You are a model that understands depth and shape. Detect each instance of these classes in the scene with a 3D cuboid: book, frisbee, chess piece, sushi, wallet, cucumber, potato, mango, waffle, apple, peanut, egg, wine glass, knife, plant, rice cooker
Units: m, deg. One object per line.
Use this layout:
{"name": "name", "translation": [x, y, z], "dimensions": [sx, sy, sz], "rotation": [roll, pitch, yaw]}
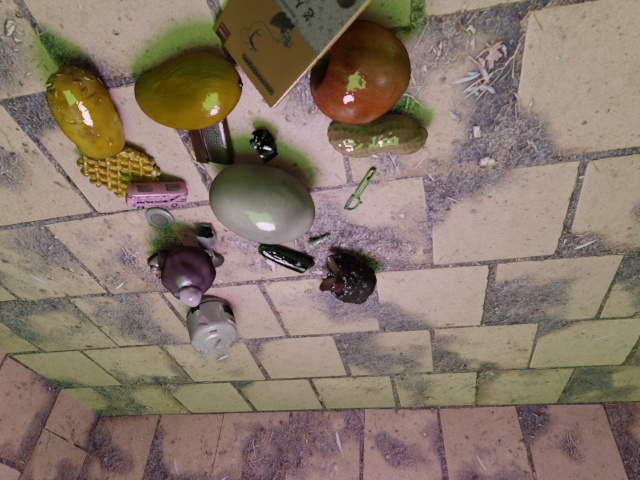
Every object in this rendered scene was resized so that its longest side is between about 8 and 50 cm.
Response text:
{"name": "book", "translation": [-0.075, -0.539, 1.056], "dimensions": [0.389, 0.032, 0.269], "rotation": [-38, 89, 36]}
{"name": "frisbee", "translation": [-0.617, -0.084, 1.726], "dimensions": [0.110, 0.014, 0.110], "rotation": [2, 139, 2]}
{"name": "chess piece", "translation": [0.000, 0.000, 1.757], "dimensions": [0.093, 0.042, 0.042], "rotation": [-25, 131, 21]}
{"name": "sushi", "translation": [-0.174, -0.304, 1.392], "dimensions": [0.056, 0.083, 0.084], "rotation": [-26, 129, 30]}
{"name": "wallet", "translation": [-0.350, -0.341, 1.397], "dimensions": [0.133, 0.039, 0.243], "rotation": [5, 136, 5]}
{"name": "cucumber", "translation": [-0.143, 0.072, 1.826], "dimensions": [0.241, 0.074, 0.074], "rotation": [23, 135, -17]}
{"name": "potato", "translation": [-0.687, -0.371, 1.314], "dimensions": [0.173, 0.140, 0.300], "rotation": [-5, 144, -1]}
{"name": "mango", "translation": [-0.363, -0.399, 1.234], "dimensions": [0.331, 0.142, 0.195], "rotation": [-11, 93, 23]}
{"name": "waffle", "translation": [-0.677, -0.240, 1.524], "dimensions": [0.253, 0.056, 0.249], "rotation": [-25, 133, 31]}
{"name": "apple", "translation": [0.102, -0.416, 1.136], "dimensions": [0.253, 0.253, 0.253], "rotation": [2, 139, 2]}
{"name": "peanut", "translation": [0.169, -0.307, 1.338], "dimensions": [0.298, 0.120, 0.136], "rotation": [0, 162, 3]}
{"name": "egg", "translation": [-0.189, -0.119, 1.474], "dimensions": [0.352, 0.258, 0.258], "rotation": [19, 137, -15]}
{"name": "wine glass", "translation": [-0.440, 0.023, 1.785], "dimensions": [0.079, 0.079, 0.195], "rotation": [0, 140, 5]}
{"name": "knife", "translation": [0.146, -0.172, 1.566], "dimensions": [0.054, 0.015, 0.212], "rotation": [16, 137, -14]}
{"name": "plant", "translation": [0.100, 0.157, 1.814], "dimensions": [0.234, 0.204, 0.178], "rotation": [15, 129, -28]}
{"name": "rice cooker", "translation": [-0.505, 0.393, 2.095], "dimensions": [0.226, 0.244, 0.226], "rotation": [-14, 128, -18]}

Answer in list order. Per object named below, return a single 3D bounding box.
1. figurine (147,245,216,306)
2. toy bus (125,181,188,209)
{"name": "figurine", "translation": [-0.575, 0.122, 1.750], "dimensions": [0.365, 0.206, 0.218], "rotation": [-3, 111, 36]}
{"name": "toy bus", "translation": [-0.562, -0.156, 1.547], "dimensions": [0.203, 0.063, 0.090], "rotation": [-6, 153, -29]}
